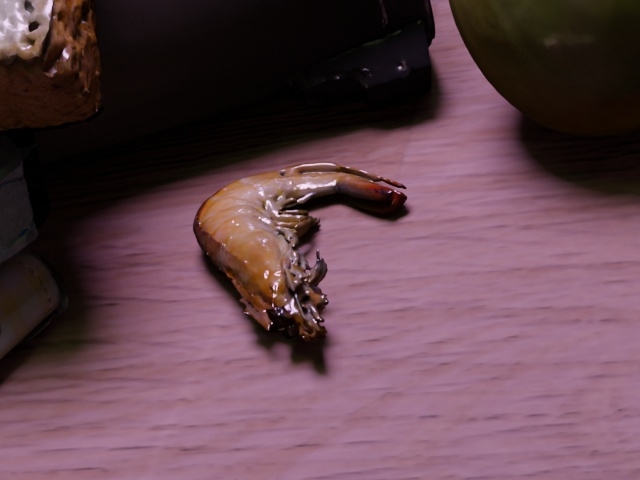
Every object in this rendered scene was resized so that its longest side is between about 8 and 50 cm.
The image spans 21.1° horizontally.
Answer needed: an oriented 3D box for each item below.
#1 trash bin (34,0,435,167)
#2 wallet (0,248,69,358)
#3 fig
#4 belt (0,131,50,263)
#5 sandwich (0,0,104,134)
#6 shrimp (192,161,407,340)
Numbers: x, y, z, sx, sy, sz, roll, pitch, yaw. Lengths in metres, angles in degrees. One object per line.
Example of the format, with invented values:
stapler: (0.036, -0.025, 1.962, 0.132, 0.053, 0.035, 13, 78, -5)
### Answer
trash bin: (-0.098, -0.171, 1.111, 0.302, 0.203, 0.252, -18, 77, -1)
wallet: (-0.319, 0.090, 0.949, 0.223, 0.077, 0.309, 13, 42, 33)
fig: (0.169, -0.176, 0.975, 0.207, 0.230, 0.207, -11, 35, 8)
belt: (-0.208, -0.024, 0.982, 0.105, 0.058, 0.140, -7, 28, 7)
sandwich: (-0.259, -0.163, 0.974, 0.273, 0.095, 0.249, -10, 67, 8)
shrimp: (0.000, 0.001, 0.979, 0.124, 0.034, 0.178, -20, 30, -15)
